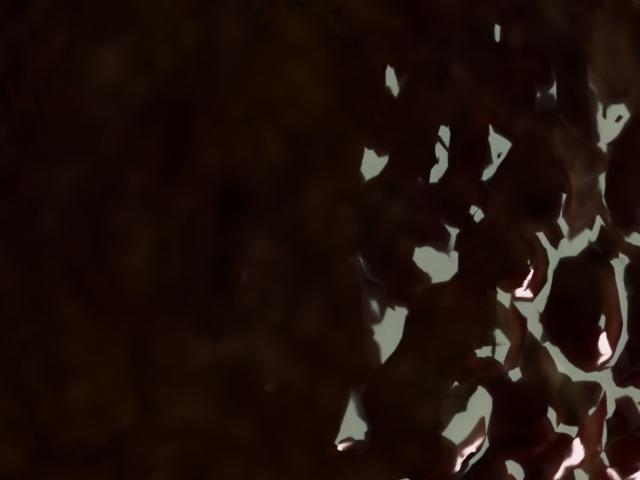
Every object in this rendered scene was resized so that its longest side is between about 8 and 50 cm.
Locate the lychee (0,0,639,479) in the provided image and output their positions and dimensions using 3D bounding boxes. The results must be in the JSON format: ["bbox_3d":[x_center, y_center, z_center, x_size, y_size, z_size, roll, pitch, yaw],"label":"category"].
[{"bbox_3d":[0.000,0.000,0.442,0.260,0.260,0.260,-56,159,-35],"label":"lychee"}]
